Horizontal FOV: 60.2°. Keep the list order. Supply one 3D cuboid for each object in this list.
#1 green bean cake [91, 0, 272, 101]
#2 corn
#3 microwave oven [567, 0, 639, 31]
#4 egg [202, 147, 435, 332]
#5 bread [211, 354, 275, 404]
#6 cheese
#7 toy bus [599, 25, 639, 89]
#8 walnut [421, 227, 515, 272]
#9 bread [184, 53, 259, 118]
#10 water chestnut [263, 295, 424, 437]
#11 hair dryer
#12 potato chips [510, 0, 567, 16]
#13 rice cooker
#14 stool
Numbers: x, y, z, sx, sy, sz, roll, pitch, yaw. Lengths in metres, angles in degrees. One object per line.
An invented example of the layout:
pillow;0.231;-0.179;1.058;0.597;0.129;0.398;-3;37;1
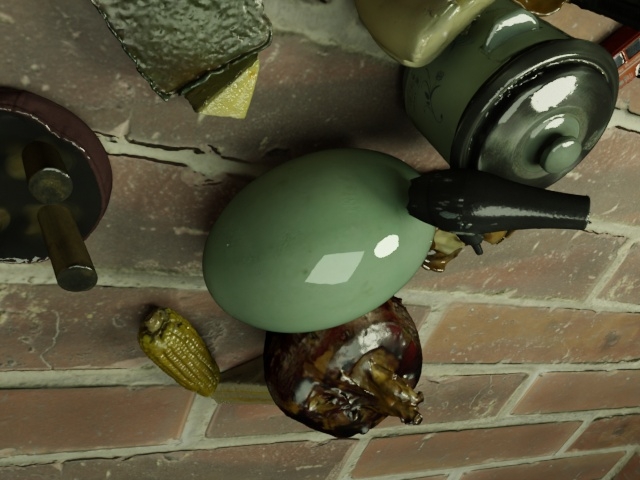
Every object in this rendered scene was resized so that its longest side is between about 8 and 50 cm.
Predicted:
green bean cake;-0.175;-0.296;0.702;0.181;0.094;0.173;-31;131;2
corn;-0.268;0.220;1.065;0.097;0.097;0.261;-26;134;-4
microwave oven;0.515;-0.419;0.781;0.181;0.295;0.237;-21;131;-9
egg;0.000;0.000;0.888;0.389;0.276;0.276;-22;132;-3
bread;-0.164;0.326;1.185;0.152;0.105;0.077;-25;125;-5
cheese;0.169;-0.359;0.724;0.266;0.233;0.127;-45;140;16
toy bus;0.528;-0.314;1.025;0.235;0.073;0.096;-37;122;6
walnut;0.253;-0.044;1.064;0.238;0.141;0.204;3;137;-27
bread;-0.135;-0.231;0.776;0.080;0.084;0.109;3;124;-28
water chestnut;0.063;0.242;1.062;0.335;0.347;0.335;-16;128;-21
hair dryer;0.256;-0.028;0.819;0.236;0.091;0.272;7;169;16
potato chips;0.323;-0.442;0.827;0.202;0.049;0.150;33;124;-28
rice cooker;0.279;-0.208;0.834;0.264;0.316;0.316;-21;131;-5
stool;-0.417;-0.046;0.732;0.272;0.178;0.272;-11;130;-14
